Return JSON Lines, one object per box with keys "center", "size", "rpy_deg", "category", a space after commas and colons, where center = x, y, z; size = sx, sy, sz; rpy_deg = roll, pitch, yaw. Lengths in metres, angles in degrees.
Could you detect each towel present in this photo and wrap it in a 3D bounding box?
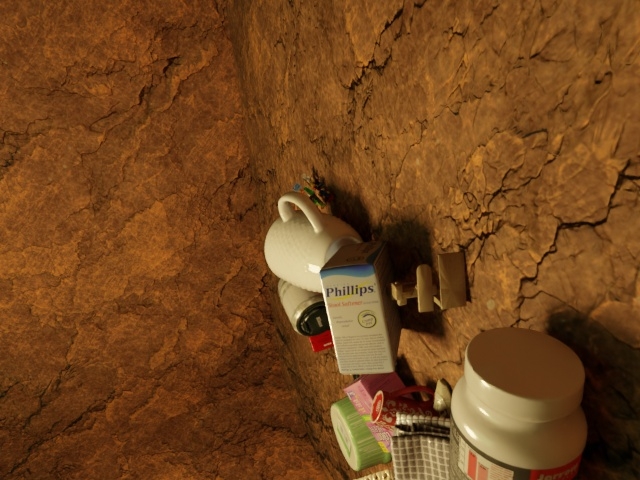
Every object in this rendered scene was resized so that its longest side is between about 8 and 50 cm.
{"center": [0.298, 0.580, 1.000], "size": [0.234, 0.121, 0.284], "rpy_deg": [-5, 99, 32], "category": "towel"}

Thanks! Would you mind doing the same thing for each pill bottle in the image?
{"center": [0.335, 0.351, 0.721], "size": [0.210, 0.210, 0.363], "rpy_deg": [-137, 36, -60], "category": "pill bottle"}

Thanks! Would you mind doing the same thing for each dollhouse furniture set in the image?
{"center": [0.238, 0.081, 0.964], "size": [0.151, 0.143, 0.123], "rpy_deg": [-119, 23, -79], "category": "dollhouse furniture set"}

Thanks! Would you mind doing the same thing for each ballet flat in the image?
{"center": [0.328, 0.455, 1.085], "size": [0.057, 0.052, 0.169], "rpy_deg": [158, 98, -72], "category": "ballet flat"}

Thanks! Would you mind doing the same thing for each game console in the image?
{"center": [0.010, 0.440, 1.896], "size": [0.085, 0.143, 0.124], "rpy_deg": [121, 132, -67], "category": "game console"}

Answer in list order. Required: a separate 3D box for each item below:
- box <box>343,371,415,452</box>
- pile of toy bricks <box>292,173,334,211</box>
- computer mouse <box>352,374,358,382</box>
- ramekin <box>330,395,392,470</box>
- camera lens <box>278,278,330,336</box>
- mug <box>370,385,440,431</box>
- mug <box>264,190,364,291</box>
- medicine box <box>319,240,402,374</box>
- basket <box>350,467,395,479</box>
{"center": [0.208, 0.535, 1.316], "size": [0.243, 0.117, 0.214], "rpy_deg": [54, 156, 15], "category": "box"}
{"center": [-0.019, -0.164, 1.612], "size": [0.212, 0.118, 0.105], "rpy_deg": [41, 177, 45], "category": "pile of toy bricks"}
{"center": [0.116, 0.565, 1.835], "size": [0.193, 0.042, 0.106], "rpy_deg": [-140, 38, -61], "category": "computer mouse"}
{"center": [0.158, 0.788, 1.706], "size": [0.303, 0.148, 0.304], "rpy_deg": [166, 90, -72], "category": "ramekin"}
{"center": [-0.056, 0.271, 1.839], "size": [0.274, 0.219, 0.220], "rpy_deg": [-126, 27, -49], "category": "camera lens"}
{"center": [0.240, 0.476, 1.159], "size": [0.113, 0.169, 0.150], "rpy_deg": [120, 169, -71], "category": "mug"}
{"center": [-0.023, 0.002, 1.392], "size": [0.328, 0.276, 0.374], "rpy_deg": [14, 135, 58], "category": "mug"}
{"center": [0.123, 0.172, 1.135], "size": [0.263, 0.149, 0.290], "rpy_deg": [-39, -62, -70], "category": "medicine box"}
{"center": [0.202, 0.874, 1.195], "size": [0.328, 0.266, 0.332], "rpy_deg": [41, -156, -41], "category": "basket"}
